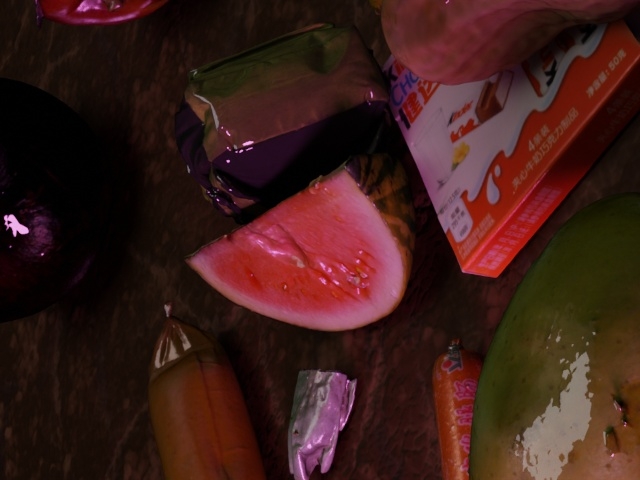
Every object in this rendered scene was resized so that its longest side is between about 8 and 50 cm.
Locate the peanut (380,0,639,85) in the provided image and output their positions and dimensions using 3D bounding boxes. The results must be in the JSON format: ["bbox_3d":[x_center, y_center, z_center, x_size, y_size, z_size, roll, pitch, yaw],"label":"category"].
[{"bbox_3d":[0.167,-0.234,1.493,0.291,0.143,0.159,-22,72,48],"label":"peanut"}]

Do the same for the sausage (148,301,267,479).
[{"bbox_3d":[-0.122,0.206,1.917,0.112,0.112,0.328,-51,41,36],"label":"sausage"}]

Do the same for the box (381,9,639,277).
[{"bbox_3d":[0.172,-0.153,1.630,0.273,0.048,0.265,-54,40,33],"label":"box"}]

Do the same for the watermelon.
[{"bbox_3d":[0.017,-0.015,1.759,0.303,0.159,0.128,-28,28,55],"label":"watermelon"}]

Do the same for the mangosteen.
[{"bbox_3d":[-0.407,-0.056,2.287,0.347,0.307,0.307,-83,13,-77],"label":"mangosteen"}]

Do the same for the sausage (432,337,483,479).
[{"bbox_3d":[0.135,0.246,1.561,0.053,0.053,0.347,-34,53,47],"label":"sausage"}]

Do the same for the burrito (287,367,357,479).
[{"bbox_3d":[-0.005,0.182,1.804,0.074,0.044,0.118,12,87,53],"label":"burrito"}]

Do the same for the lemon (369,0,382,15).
[{"bbox_3d":[0.081,-0.269,1.776,0.082,0.082,0.110,11,90,57],"label":"lemon"}]

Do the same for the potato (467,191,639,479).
[{"bbox_3d":[0.221,0.116,1.336,0.216,0.216,0.304,-1,69,57],"label":"potato"}]

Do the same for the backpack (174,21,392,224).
[{"bbox_3d":[-0.035,-0.101,1.766,0.253,0.207,0.140,98,151,-75],"label":"backpack"}]

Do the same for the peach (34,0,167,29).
[{"bbox_3d":[-0.218,-0.421,2.176,0.257,0.201,0.361,83,-163,-64],"label":"peach"}]
